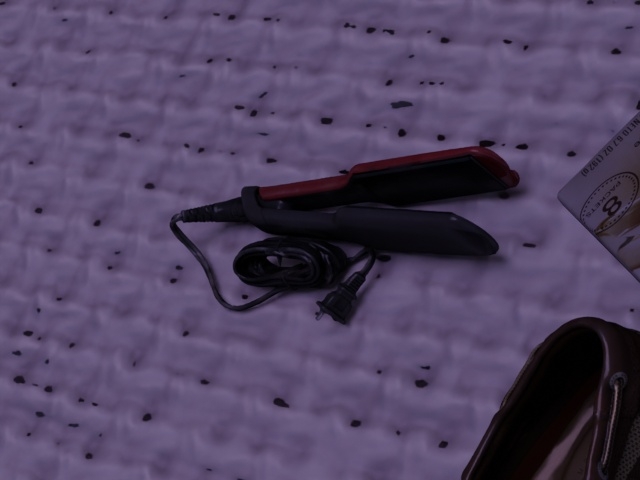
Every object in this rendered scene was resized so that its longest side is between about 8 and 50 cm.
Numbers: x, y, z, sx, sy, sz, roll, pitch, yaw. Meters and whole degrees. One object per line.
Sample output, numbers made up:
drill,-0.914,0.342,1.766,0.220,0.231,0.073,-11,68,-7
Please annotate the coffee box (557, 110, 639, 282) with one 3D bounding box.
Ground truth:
coffee box,0.233,0.008,0.754,0.168,0.119,0.297,-46,25,6

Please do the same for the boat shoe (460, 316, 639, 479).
boat shoe,0.077,0.148,0.870,0.095,0.095,0.257,17,75,44

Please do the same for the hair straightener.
hair straightener,0.000,0.000,1.063,0.230,0.047,0.089,-2,62,39
